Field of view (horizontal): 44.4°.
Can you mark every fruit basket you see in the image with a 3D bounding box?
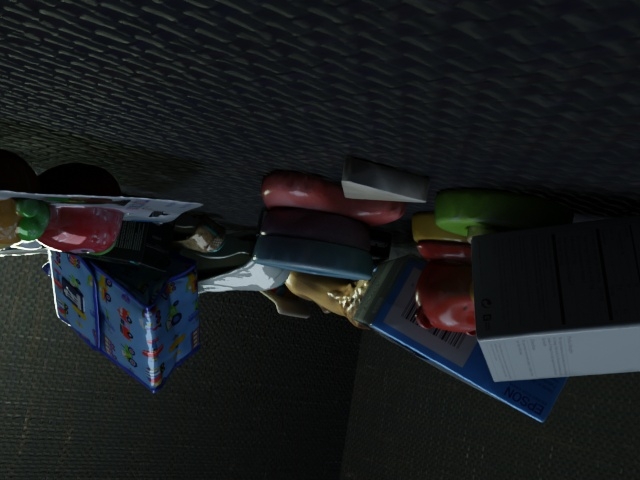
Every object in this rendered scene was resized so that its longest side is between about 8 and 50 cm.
[{"bbox_3d":[-0.337,-0.025,0.895,0.352,0.166,0.327,8,175,-20],"label":"fruit basket"}]

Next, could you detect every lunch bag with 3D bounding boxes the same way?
[{"bbox_3d":[-0.365,0.092,1.371,0.293,0.221,0.138,24,-135,20],"label":"lunch bag"}]

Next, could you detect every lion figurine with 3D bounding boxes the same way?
[{"bbox_3d":[0.031,0.109,1.730,0.392,0.142,0.240,9,171,31],"label":"lion figurine"}]

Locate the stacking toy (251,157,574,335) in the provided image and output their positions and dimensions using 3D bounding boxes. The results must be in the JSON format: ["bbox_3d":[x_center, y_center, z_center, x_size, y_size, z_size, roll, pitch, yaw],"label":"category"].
[{"bbox_3d":[0.089,0.021,0.804,0.308,0.131,0.279,10,174,-15],"label":"stacking toy"}]

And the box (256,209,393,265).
[{"bbox_3d":[0.000,0.000,1.168,0.190,0.045,0.184,10,172,-4],"label":"box"}]

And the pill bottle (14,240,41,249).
[{"bbox_3d":[-0.491,-0.041,1.261,0.184,0.103,0.103,8,174,15],"label":"pill bottle"}]

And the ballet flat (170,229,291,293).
[{"bbox_3d":[-0.249,0.038,1.429,0.400,0.139,0.139,-7,169,18],"label":"ballet flat"}]

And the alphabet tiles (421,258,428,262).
[{"bbox_3d":[0.290,0.085,1.256,0.284,0.021,0.278,9,153,16],"label":"alphabet tiles"}]

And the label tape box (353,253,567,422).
[{"bbox_3d":[0.182,0.130,1.124,0.249,0.115,0.348,29,174,-1],"label":"label tape box"}]

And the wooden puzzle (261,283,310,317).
[{"bbox_3d":[-0.137,0.095,1.907,0.238,0.044,0.221,39,-176,19],"label":"wooden puzzle"}]

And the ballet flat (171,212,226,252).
[{"bbox_3d":[-0.245,-0.024,1.311,0.206,0.073,0.067,2,144,37],"label":"ballet flat"}]

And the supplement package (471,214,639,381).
[{"bbox_3d":[0.231,0.053,0.689,0.179,0.105,0.105,-7,147,17],"label":"supplement package"}]

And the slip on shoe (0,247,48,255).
[{"bbox_3d":[-0.557,-0.030,1.452,0.331,0.123,0.101,5,179,-6],"label":"slip on shoe"}]

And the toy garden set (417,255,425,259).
[{"bbox_3d":[0.266,0.069,1.421,0.203,0.049,0.244,5,174,23],"label":"toy garden set"}]

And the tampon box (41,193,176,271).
[{"bbox_3d":[-0.322,-0.019,1.212,0.160,0.102,0.120,9,173,9],"label":"tampon box"}]
